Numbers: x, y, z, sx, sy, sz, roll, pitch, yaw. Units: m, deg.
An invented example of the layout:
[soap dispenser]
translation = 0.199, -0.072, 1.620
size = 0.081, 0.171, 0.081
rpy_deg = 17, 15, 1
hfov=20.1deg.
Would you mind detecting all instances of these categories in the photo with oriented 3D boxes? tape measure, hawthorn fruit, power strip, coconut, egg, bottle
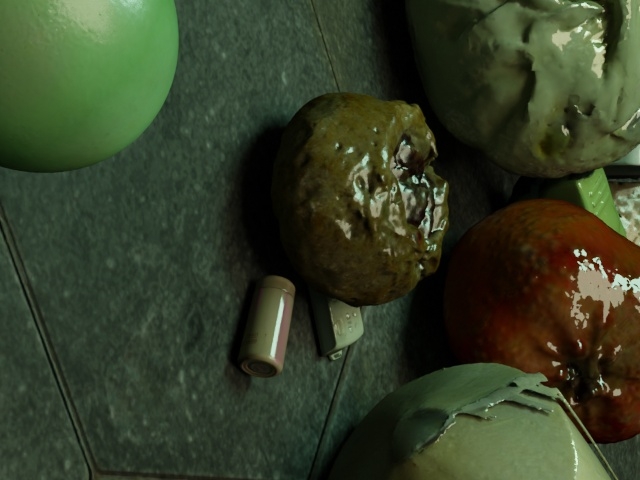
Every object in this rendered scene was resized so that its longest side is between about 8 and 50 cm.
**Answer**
[tape measure]
translation = 0.304, -0.019, 2.237
size = 0.087, 0.154, 0.177
rpy_deg = -53, 128, -42
[hawthorn fruit]
translation = 0.269, 0.079, 2.080
size = 0.330, 0.287, 0.287
rpy_deg = -104, 169, -63
[power strip]
translation = 0.000, 0.000, 1.872
size = 0.060, 0.027, 0.253
rpy_deg = -22, 102, -57
[coconut]
translation = 0.152, 0.275, 1.819
size = 0.323, 0.323, 0.323
rpy_deg = 18, 68, -55
[egg]
translation = -0.229, -0.174, 1.367
size = 0.270, 0.220, 0.220
rpy_deg = 52, 43, -32
[bottle]
translation = -0.052, 0.083, 1.758
size = 0.045, 0.045, 0.096
rpy_deg = 44, 46, -44

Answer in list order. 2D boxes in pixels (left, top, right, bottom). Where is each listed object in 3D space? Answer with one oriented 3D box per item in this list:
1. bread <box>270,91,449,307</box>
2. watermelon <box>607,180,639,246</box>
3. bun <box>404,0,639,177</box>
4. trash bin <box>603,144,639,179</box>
[bread]
translation = 0.049, -0.045, 1.822
size = 0.230, 0.123, 0.230
rpy_deg = 23, 62, -52
[watermelon]
translation = 0.429, 0.051, 2.395
size = 0.151, 0.302, 0.264
rpy_deg = 143, -56, -83
[bun]
translation = 0.283, -0.251, 2.067
size = 0.219, 0.365, 0.365
rpy_deg = -171, -110, -78
[trash bin]
translation = 0.380, -0.265, 2.350
size = 0.296, 0.256, 0.368
rpy_deg = 6, 85, -62
